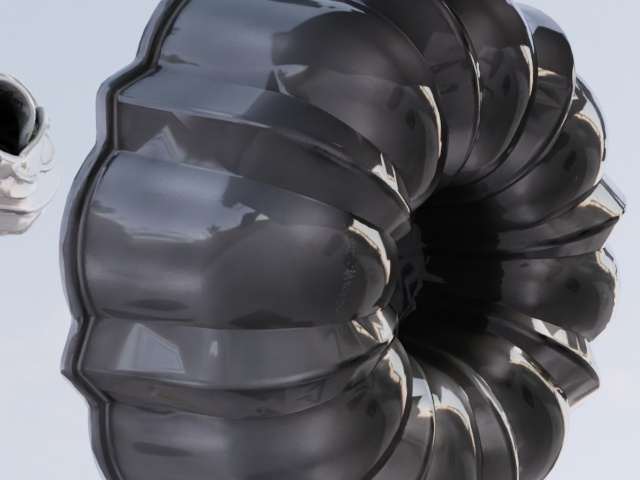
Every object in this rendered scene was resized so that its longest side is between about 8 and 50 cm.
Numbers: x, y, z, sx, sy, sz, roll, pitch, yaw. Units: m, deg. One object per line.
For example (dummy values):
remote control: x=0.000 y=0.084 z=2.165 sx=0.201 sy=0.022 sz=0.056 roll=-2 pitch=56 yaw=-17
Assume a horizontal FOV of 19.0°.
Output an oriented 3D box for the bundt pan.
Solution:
bundt pan: x=0.036 y=0.013 z=0.924 sx=0.330 sy=0.124 sz=0.331 roll=-10 pitch=-76 yaw=-46

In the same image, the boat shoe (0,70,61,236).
boat shoe: x=-0.212 y=-0.066 z=1.189 sx=0.088 sy=0.096 sz=0.267 roll=-43 pitch=-11 yaw=12
